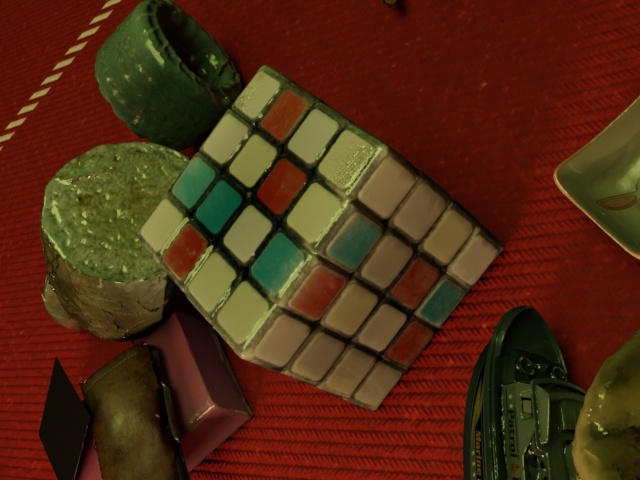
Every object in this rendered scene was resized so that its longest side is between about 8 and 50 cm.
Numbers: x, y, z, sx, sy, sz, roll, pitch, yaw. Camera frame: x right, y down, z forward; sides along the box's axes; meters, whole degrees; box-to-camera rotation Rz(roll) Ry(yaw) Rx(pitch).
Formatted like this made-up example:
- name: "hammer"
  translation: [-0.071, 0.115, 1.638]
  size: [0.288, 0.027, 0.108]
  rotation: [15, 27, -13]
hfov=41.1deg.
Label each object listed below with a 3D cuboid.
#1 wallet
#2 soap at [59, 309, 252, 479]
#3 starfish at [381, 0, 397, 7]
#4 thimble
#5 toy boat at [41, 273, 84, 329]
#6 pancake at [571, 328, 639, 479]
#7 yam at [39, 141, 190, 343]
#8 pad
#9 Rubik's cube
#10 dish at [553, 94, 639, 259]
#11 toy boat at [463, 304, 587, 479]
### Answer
- name: "wallet"
  translation: [-0.230, 0.252, 1.069]
  size: [0.137, 0.031, 0.255]
  rotation: [-37, 50, 16]
- name: "soap"
  translation: [-0.229, 0.241, 1.151]
  size: [0.259, 0.081, 0.181]
  rotation: [-43, 47, 14]
- name: "starfish"
  translation: [0.073, -0.424, 1.277]
  size: [0.138, 0.050, 0.247]
  rotation: [-56, 39, 3]
- name: "thimble"
  translation: [-0.240, -0.261, 1.338]
  size: [0.143, 0.198, 0.235]
  rotation: [-37, 67, 25]
- name: "toy boat"
  translation: [-0.330, 0.061, 1.347]
  size: [0.227, 0.085, 0.155]
  rotation: [-28, 60, 12]
- name: "pancake"
  translation: [0.381, 0.143, 0.634]
  size: [0.387, 0.082, 0.387]
  rotation: [-19, 35, 14]
- name: "yam"
  translation: [-0.272, 0.012, 1.145]
  size: [0.202, 0.271, 0.202]
  rotation: [15, 63, 1]
- name: "pad"
  translation: [-0.358, 0.257, 1.183]
  size: [0.190, 0.004, 0.127]
  rotation: [31, 108, 55]
- name: "Rubik's cube"
  translation: [-0.001, 0.000, 0.966]
  size: [0.253, 0.259, 0.256]
  rotation: [-54, 46, 5]
- name: "dish"
  translation: [0.358, -0.082, 0.835]
  size: [0.212, 0.077, 0.151]
  rotation: [-46, 48, 11]
- name: "toy boat"
  translation: [0.197, 0.197, 0.788]
  size: [0.122, 0.114, 0.296]
  rotation: [-31, 48, 51]
